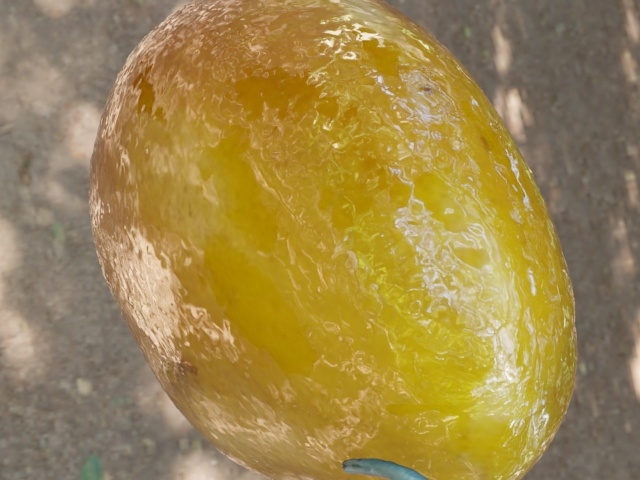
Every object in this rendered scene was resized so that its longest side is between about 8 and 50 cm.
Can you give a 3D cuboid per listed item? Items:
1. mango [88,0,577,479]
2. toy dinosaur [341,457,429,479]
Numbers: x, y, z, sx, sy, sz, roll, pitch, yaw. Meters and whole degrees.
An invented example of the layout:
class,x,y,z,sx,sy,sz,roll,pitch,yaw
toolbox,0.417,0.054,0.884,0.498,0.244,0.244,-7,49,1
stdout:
class,x,y,z,sx,sy,sz,roll,pitch,yaw
mango,0.000,0.000,0.453,0.138,0.257,0.187,1,93,-20
toy dinosaur,0.067,0.137,0.334,0.045,0.080,0.197,-36,96,-29
